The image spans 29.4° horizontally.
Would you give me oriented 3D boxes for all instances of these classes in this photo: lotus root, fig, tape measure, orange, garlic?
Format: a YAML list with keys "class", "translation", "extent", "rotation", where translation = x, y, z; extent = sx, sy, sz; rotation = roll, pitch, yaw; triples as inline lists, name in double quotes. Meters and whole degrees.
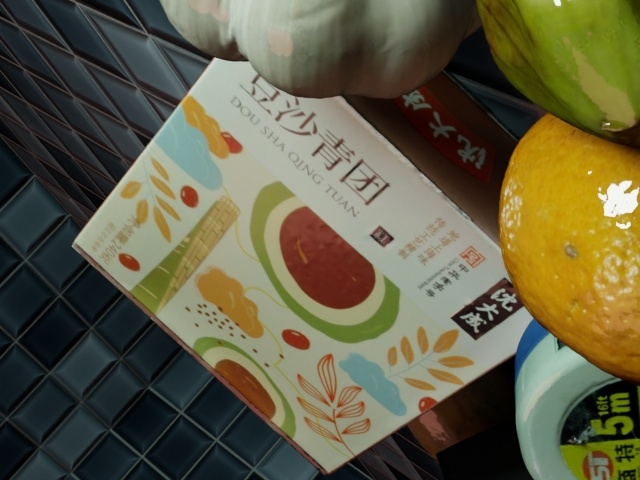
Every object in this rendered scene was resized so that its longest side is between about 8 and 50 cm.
- class: "lotus root"
  translation: [0.224, 0.244, 1.528]
  extent: [0.343, 0.151, 0.169]
  rotation: [44, -170, -22]
- class: "fig"
  translation: [0.153, -0.126, 0.631]
  extent: [0.144, 0.154, 0.165]
  rotation: [7, -131, -35]
- class: "tape measure"
  translation: [0.272, 0.172, 0.951]
  extent: [0.215, 0.098, 0.351]
  rotation: [-7, 122, 14]
- class: "orange"
  translation: [0.214, 0.003, 0.732]
  extent: [0.224, 0.170, 0.224]
  rotation: [19, -171, -3]
- class: "garlic"
  translation: [0.010, -0.151, 0.769]
  extent: [0.178, 0.230, 0.142]
  rotation: [83, -179, -57]

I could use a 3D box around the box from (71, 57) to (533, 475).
- class: "box"
  translation: [0.000, 0.000, 1.100]
  extent: [0.344, 0.122, 0.385]
  rotation: [43, 137, -4]

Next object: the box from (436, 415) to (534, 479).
- class: "box"
  translation: [0.308, 0.367, 1.366]
  extent: [0.345, 0.205, 0.251]
  rotation: [54, -167, -39]
